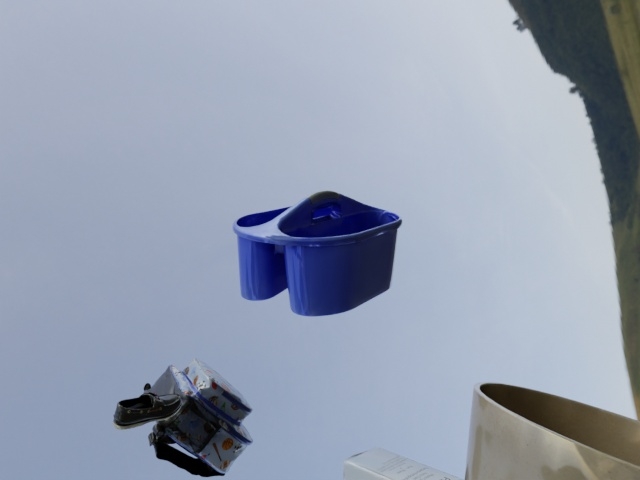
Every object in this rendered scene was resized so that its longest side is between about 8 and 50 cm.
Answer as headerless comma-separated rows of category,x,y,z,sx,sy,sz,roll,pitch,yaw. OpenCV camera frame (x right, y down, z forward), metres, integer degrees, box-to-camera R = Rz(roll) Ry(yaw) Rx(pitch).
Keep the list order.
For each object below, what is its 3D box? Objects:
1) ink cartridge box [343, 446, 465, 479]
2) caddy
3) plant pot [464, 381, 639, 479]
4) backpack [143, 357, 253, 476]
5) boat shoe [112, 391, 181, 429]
ink cartridge box,0.197,0.507,0.719,0.091,0.385,0.308,-2,-89,-42
caddy,0.000,0.000,0.910,0.341,0.241,0.179,-17,-66,-54
plant pot,0.226,0.294,0.423,0.256,0.256,0.274,17,-94,-45
backpack,-0.293,0.443,1.277,0.213,0.276,0.263,-39,-68,-12
boat shoe,-0.293,0.287,0.881,0.133,0.049,0.042,2,-77,-54
